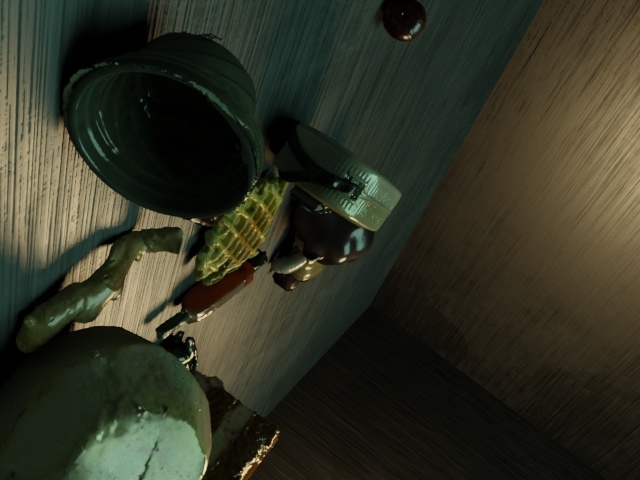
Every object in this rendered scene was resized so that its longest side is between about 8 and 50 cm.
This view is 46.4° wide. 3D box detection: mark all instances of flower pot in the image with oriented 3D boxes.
[{"bbox_3d":[-0.163,-0.148,0.867,0.235,0.236,0.140,109,-2,-52],"label":"flower pot"}]

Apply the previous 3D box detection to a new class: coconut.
[{"bbox_3d":[-0.349,0.299,1.143,0.352,0.353,0.352,-50,167,-16],"label":"coconut"}]

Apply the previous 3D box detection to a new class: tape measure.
[{"bbox_3d":[-0.002,-0.131,1.421,0.133,0.271,0.231,-54,152,6],"label":"tape measure"}]

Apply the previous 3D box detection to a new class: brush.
[{"bbox_3d":[-0.228,0.109,1.567,0.323,0.070,0.051,-39,159,-40],"label":"brush"}]

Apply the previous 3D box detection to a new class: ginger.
[{"bbox_3d":[-0.321,0.066,1.103,0.288,0.075,0.089,-40,140,-31],"label":"ginger"}]

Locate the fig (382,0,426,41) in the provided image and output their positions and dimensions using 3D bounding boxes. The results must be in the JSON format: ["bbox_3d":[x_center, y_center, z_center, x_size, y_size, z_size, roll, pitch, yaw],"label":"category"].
[{"bbox_3d":[0.168,-0.442,1.505,0.089,0.089,0.125,-56,180,10],"label":"fig"}]

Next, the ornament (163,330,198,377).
[{"bbox_3d":[-0.367,0.321,1.603,0.236,0.080,0.202,-47,163,-36],"label":"ornament"}]

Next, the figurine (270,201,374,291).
[{"bbox_3d":[-0.010,-0.016,1.881,0.218,0.206,0.365,-15,171,-36],"label":"figurine"}]

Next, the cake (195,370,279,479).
[{"bbox_3d":[-0.285,0.503,1.888,0.255,0.290,0.282,-48,167,-19],"label":"cake"}]

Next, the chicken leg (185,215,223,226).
[{"bbox_3d":[-0.182,-0.077,1.284,0.106,0.051,0.253,-64,168,19],"label":"chicken leg"}]

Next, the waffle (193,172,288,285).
[{"bbox_3d":[-0.160,-0.021,1.492,0.261,0.056,0.250,-35,158,-49],"label":"waffle"}]
